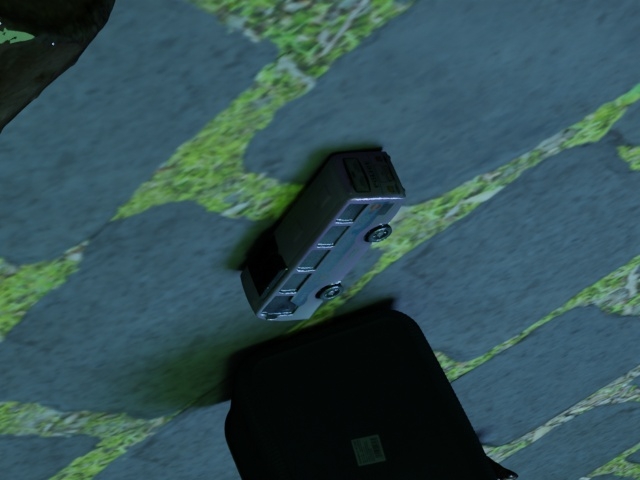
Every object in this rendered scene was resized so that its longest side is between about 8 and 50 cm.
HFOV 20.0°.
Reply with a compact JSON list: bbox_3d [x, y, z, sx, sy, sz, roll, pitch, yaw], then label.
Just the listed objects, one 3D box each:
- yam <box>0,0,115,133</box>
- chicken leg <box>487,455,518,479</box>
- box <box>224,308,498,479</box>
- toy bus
[{"bbox_3d":[-0.207,-0.037,0.646,0.280,0.131,0.131,-38,153,25],"label":"yam"},{"bbox_3d":[0.090,0.190,1.452,0.113,0.093,0.304,-4,169,23],"label":"chicken leg"},{"bbox_3d":[0.032,0.152,1.182,0.144,0.201,0.090,-17,152,-14],"label":"box"},{"bbox_3d":[0.000,0.000,1.029,0.052,0.037,0.130,-4,149,-35],"label":"toy bus"}]
